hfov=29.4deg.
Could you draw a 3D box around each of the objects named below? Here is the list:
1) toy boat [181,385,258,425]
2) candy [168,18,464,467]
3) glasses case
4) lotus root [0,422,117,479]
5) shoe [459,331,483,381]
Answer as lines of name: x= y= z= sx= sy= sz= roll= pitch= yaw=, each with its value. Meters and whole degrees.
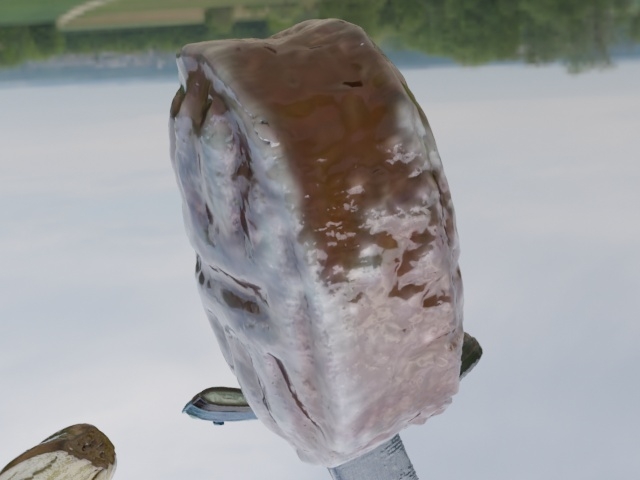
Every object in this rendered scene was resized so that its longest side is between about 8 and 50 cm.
toy boat: x=-0.154 y=0.268 z=1.955 sx=0.137 sy=0.061 sz=0.060 roll=4 pitch=-136 yaw=-30
candy: x=0.000 y=0.000 z=0.781 sx=0.157 sy=0.290 sz=0.214 roll=-20 pitch=-154 yaw=-16
glasses case: x=0.050 y=0.269 z=1.650 sx=0.109 sy=0.282 sz=0.067 roll=-30 pitch=-165 yaw=-13
lotus root: x=-0.347 y=0.296 z=1.661 sx=0.159 sy=0.095 sz=0.135 roll=23 pitch=132 yaw=-37
shoe: x=0.079 y=0.175 z=1.766 sx=0.293 sy=0.149 sz=0.109 roll=-28 pitch=-170 yaw=2
